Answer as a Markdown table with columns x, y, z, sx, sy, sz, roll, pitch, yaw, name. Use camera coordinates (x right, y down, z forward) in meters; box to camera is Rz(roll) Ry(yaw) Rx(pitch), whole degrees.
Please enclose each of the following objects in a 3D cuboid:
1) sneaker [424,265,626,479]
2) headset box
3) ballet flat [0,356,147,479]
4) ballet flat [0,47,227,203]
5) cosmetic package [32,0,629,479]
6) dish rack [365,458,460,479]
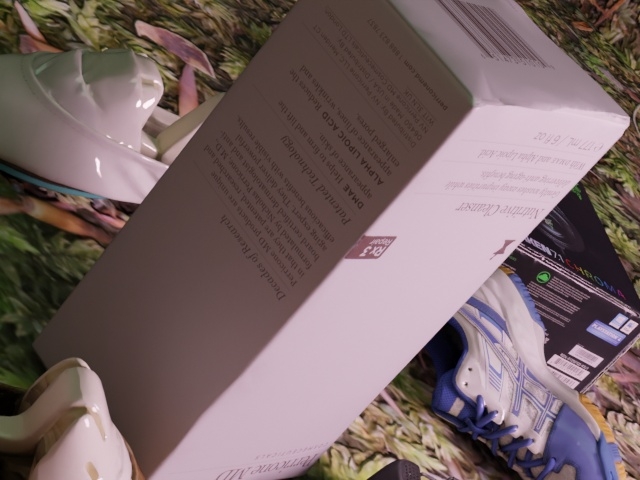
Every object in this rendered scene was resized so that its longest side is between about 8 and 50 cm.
| x | y | z | sx | sy | sz | roll | pitch | yaw | name |
| --- | --- | --- | --- | --- | --- | --- | --- | --- | --- |
| 0.166 | 0.160 | 1.449 | 0.131 | 0.112 | 0.296 | -10 | 55 | -29 | sneaker |
| 0.188 | -0.004 | 1.694 | 0.246 | 0.131 | 0.283 | 29 | 26 | -26 | headset box |
| -0.208 | 0.107 | 0.934 | 0.342 | 0.124 | 0.116 | 26 | 29 | -30 | ballet flat |
| -0.141 | -0.091 | 1.365 | 0.400 | 0.139 | 0.139 | 24 | 29 | -32 | ballet flat |
| 0.000 | 0.000 | 1.105 | 0.217 | 0.385 | 0.156 | 0 | 45 | -52 | cosmetic package |
| 0.141 | 0.292 | 1.199 | 0.271 | 0.074 | 0.208 | 33 | 26 | -21 | dish rack |
